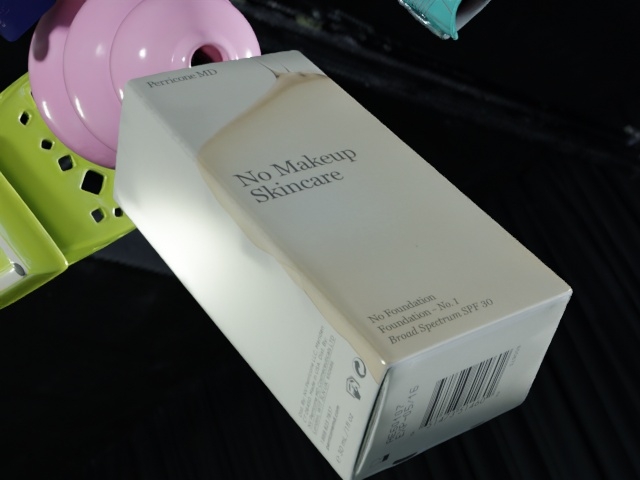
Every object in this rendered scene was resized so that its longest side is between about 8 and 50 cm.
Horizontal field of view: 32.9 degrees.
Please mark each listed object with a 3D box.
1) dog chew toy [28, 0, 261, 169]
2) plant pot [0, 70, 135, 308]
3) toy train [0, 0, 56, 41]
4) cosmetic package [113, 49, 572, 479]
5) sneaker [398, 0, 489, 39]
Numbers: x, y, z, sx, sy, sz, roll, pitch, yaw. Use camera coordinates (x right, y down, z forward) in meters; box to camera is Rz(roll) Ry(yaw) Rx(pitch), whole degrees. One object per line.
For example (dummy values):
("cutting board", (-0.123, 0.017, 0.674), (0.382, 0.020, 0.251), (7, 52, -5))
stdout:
("dog chew toy", (-0.155, -0.161, 1.017), (0.207, 0.206, 0.332), (-5, 10, -23))
("plant pot", (-0.357, -0.056, 1.294), (0.228, 0.227, 0.207), (-24, 15, 47))
("toy train", (-0.348, -0.293, 0.948), (0.105, 0.143, 0.248), (-45, -36, -4))
("cosmetic package", (0.000, 0.000, 0.748), (0.160, 0.309, 0.113), (-18, -42, -34))
("sneaker", (0.048, -0.235, 0.874), (0.296, 0.178, 0.123), (-19, -33, -20))
